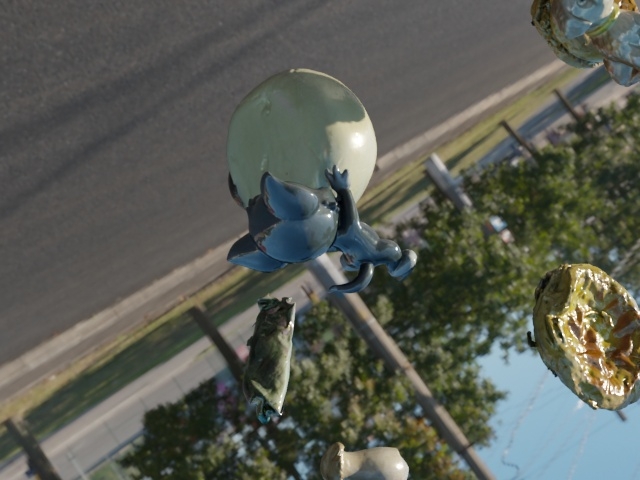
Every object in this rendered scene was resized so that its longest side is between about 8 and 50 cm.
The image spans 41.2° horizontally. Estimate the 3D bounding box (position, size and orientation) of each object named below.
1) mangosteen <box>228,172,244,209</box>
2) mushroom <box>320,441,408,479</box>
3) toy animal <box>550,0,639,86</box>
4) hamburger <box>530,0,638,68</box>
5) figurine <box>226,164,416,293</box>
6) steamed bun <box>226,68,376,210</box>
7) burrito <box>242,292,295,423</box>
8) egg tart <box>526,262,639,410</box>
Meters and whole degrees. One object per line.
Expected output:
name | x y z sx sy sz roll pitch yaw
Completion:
mangosteen | -0.138 -0.141 2.040 0.172 0.172 0.184 -35 -170 -3
mushroom | 0.104 0.505 1.897 0.088 0.213 0.096 -145 -110 -68
toy animal | 0.408 -0.307 1.256 0.184 0.185 0.104 -146 -101 -83
hamburger | 0.521 -0.439 1.669 0.214 0.213 0.108 -33 -177 -23
figurine | 0.002 0.005 1.272 0.193 0.265 0.140 -47 -171 43
steamed bun | -0.017 -0.177 1.726 0.233 0.333 0.312 -10 170 -42
burrito | -0.107 0.240 1.785 0.096 0.309 0.066 -3 137 9
egg tart | 0.405 0.149 1.310 0.241 0.241 0.106 -32 178 -39
